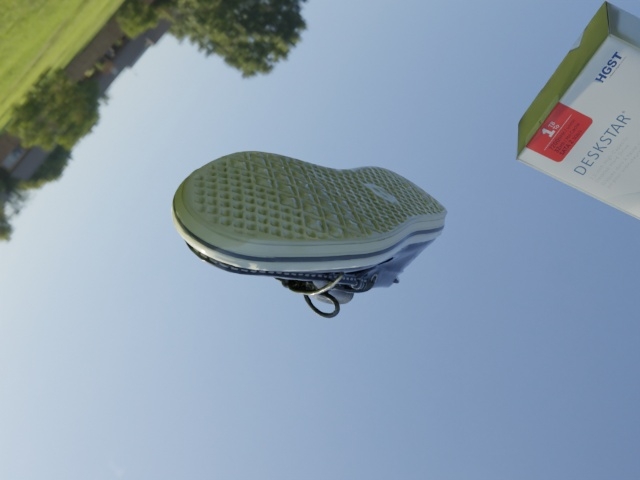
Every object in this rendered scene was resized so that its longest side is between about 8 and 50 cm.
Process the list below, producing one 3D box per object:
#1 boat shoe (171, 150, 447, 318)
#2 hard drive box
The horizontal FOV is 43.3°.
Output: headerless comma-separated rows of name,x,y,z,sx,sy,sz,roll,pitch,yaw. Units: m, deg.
boat shoe,0.000,0.000,0.964,0.156,0.187,0.500,-57,158,19
hard drive box,0.368,-0.128,0.906,0.089,0.232,0.181,-70,-173,-48
